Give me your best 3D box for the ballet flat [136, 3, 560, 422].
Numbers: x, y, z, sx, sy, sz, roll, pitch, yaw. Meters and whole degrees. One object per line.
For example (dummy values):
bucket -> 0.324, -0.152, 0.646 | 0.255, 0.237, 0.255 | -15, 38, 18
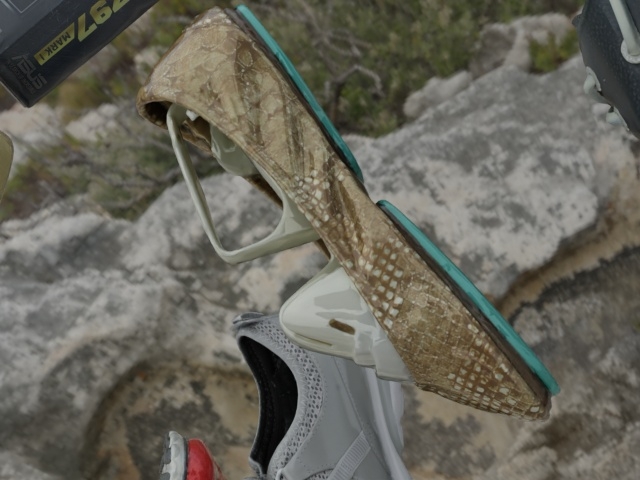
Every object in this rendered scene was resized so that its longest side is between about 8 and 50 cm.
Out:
ballet flat -> 0.000, 0.000, 0.400 | 0.067, 0.073, 0.206 | -37, 68, -4

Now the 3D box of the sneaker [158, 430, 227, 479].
sneaker -> -0.060, 0.229, 0.838 | 0.118, 0.279, 0.107 | -2, 56, 7

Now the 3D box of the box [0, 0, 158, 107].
box -> -0.183, -0.217, 0.647 | 0.183, 0.059, 0.233 | -44, 68, -7

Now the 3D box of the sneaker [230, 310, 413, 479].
sneaker -> 0.000, 0.171, 0.683 | 0.105, 0.115, 0.281 | -44, 51, 51

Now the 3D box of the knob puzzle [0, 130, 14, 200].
knob puzzle -> -0.253, -0.032, 0.544 | 0.213, 0.213, 0.030 | -43, 17, 0

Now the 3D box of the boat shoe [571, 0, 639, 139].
boat shoe -> 0.145, -0.098, 0.422 | 0.091, 0.114, 0.302 | -6, 97, 34
